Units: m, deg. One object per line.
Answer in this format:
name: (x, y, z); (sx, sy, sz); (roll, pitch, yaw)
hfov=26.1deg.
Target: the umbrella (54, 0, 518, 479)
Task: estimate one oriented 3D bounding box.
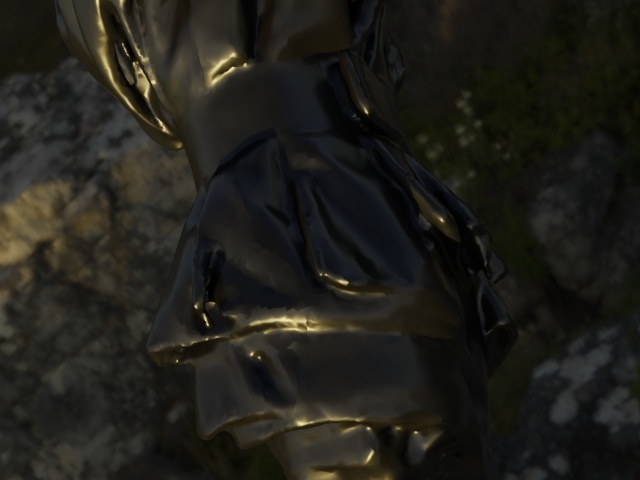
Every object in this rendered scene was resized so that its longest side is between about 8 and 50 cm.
umbrella: (0.000, 0.000, 0.382); (0.118, 0.118, 0.340); (-25, 70, 19)
